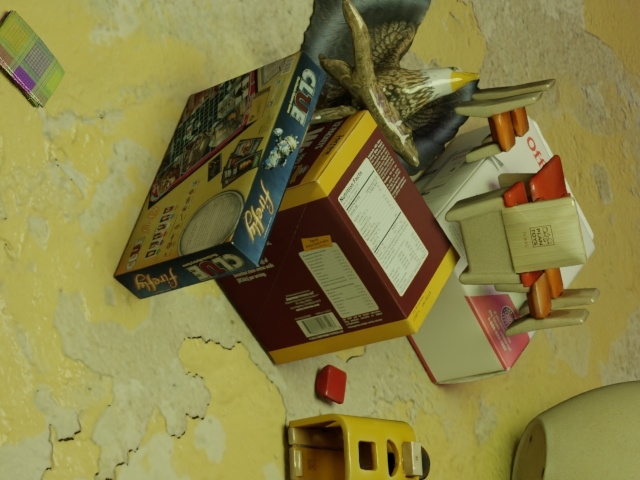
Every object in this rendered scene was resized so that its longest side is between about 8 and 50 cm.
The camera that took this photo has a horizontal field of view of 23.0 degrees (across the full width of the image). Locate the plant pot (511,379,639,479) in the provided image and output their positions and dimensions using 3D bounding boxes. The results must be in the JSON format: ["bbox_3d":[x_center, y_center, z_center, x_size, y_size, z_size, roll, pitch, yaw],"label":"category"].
[{"bbox_3d":[0.339,0.294,1.889,0.190,0.284,0.284,11,65,-9],"label":"plant pot"}]

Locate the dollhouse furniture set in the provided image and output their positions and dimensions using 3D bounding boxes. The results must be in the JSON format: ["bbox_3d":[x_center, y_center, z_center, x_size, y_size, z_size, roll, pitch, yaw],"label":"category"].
[{"bbox_3d":[0.236,-0.029,1.689,0.259,0.135,0.262,-38,117,-65],"label":"dollhouse furniture set"}]

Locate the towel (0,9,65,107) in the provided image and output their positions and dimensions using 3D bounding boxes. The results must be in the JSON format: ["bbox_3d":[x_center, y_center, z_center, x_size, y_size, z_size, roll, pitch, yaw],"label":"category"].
[{"bbox_3d":[-0.280,-0.172,1.492,0.083,0.009,0.060,49,45,-28],"label":"towel"}]

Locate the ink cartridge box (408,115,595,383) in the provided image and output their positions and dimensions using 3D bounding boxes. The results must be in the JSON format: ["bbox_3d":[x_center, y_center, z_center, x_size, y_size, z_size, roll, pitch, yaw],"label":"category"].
[{"bbox_3d":[0.197,0.008,1.900,0.283,0.117,0.207,-46,113,-46],"label":"ink cartridge box"}]

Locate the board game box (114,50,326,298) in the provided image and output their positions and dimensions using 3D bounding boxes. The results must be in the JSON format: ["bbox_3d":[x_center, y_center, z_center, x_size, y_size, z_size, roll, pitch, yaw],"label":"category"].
[{"bbox_3d":[-0.097,-0.065,1.548,0.042,0.165,0.243,43,49,-32],"label":"board game box"}]

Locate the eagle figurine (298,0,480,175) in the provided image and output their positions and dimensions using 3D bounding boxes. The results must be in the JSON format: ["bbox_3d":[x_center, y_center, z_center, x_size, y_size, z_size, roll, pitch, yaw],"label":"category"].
[{"bbox_3d":[0.076,-0.172,1.806,0.298,0.225,0.226,-73,-178,-72],"label":"eagle figurine"}]

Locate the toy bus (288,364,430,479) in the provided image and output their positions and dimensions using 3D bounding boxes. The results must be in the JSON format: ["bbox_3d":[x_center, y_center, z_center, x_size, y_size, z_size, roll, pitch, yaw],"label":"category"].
[{"bbox_3d":[0.059,0.237,1.674,0.191,0.104,0.202,56,43,-20],"label":"toy bus"}]

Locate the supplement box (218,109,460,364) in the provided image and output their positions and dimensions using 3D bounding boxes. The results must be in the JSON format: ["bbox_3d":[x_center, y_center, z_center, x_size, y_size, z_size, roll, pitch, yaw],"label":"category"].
[{"bbox_3d":[0.000,0.000,1.616,0.194,0.191,0.129,57,41,-21],"label":"supplement box"}]
